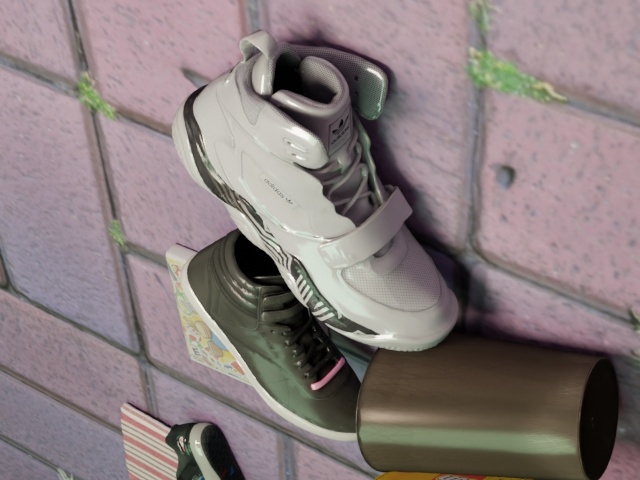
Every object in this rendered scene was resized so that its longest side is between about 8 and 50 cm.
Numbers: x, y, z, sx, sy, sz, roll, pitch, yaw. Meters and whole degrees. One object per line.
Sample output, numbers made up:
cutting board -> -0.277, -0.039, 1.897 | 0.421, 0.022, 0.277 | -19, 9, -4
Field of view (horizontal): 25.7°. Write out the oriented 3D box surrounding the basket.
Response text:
basket -> 0.182, 0.175, 1.463 | 0.227, 0.204, 0.154 | 3, 106, 30

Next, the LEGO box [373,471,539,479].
LEGO box -> 0.273, 0.475, 1.526 | 0.500, 0.193, 0.373 | 6, 104, 33

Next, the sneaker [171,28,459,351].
sneaker -> 0.019, -0.048, 1.389 | 0.366, 0.137, 0.210 | 44, 148, 0

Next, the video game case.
video game case -> -0.085, 0.117, 1.773 | 0.227, 0.026, 0.206 | 21, 141, 26

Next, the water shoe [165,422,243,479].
water shoe -> -0.167, 0.347, 2.065 | 0.080, 0.073, 0.203 | 3, 122, 29

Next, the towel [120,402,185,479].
towel -> -0.242, 0.338, 2.170 | 0.144, 0.029, 0.197 | 25, 140, 20

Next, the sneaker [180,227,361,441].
sneaker -> -0.031, 0.103, 1.595 | 0.296, 0.104, 0.147 | 46, 146, 3
